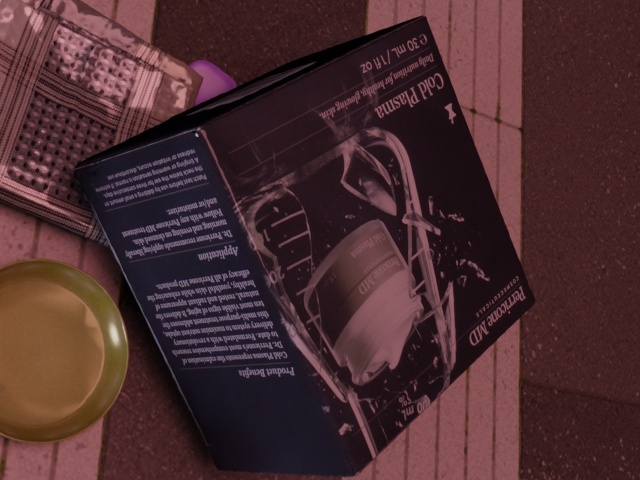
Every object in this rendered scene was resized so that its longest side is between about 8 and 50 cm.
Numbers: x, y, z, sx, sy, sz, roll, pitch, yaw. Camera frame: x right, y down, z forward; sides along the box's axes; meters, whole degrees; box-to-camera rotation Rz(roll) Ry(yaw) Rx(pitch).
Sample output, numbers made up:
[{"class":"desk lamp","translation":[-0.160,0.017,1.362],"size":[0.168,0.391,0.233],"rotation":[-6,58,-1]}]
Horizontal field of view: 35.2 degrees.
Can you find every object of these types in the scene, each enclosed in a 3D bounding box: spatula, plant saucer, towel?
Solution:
[{"class":"spatula","translation":[-0.220,-0.145,1.504],"size":[0.084,0.030,0.296],"rotation":[38,60,-22]},{"class":"plant saucer","translation":[-0.369,0.145,1.320],"size":[0.241,0.037,0.240],"rotation":[10,73,-35]},{"class":"towel","translation":[-0.333,-0.176,1.390],"size":[0.312,0.056,0.324],"rotation":[26,63,-24]}]

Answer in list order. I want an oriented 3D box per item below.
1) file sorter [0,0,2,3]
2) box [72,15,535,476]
[{"class":"file sorter","translation":[-0.527,-0.378,1.242],"size":[0.278,0.173,0.192],"rotation":[25,62,-29]},{"class":"box","translation":[0.000,0.000,1.420],"size":[0.480,0.297,0.471],"rotation":[-35,108,-41]}]
